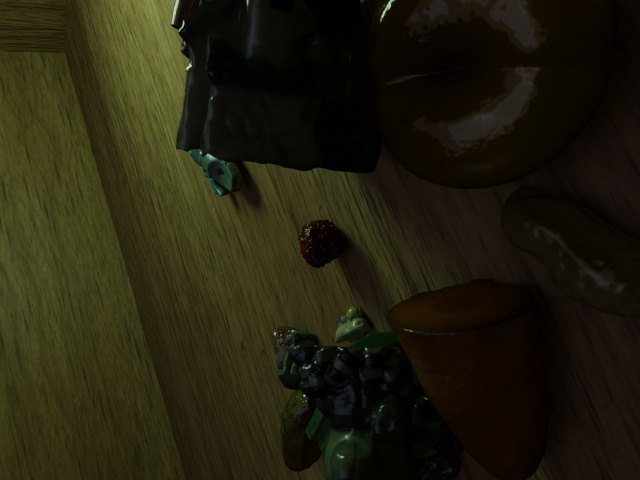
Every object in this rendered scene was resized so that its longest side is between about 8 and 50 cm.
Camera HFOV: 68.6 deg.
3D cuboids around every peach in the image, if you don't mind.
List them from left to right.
[{"bbox_3d":[0.152,-0.171,0.461,0.251,0.153,0.250,40,138,50],"label":"peach"}]

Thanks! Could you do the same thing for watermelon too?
[{"bbox_3d":[-0.072,0.246,1.019,0.139,0.071,0.186,49,139,42],"label":"watermelon"}]

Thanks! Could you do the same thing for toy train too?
[{"bbox_3d":[0.089,0.299,0.746,0.202,0.120,0.300,55,141,36],"label":"toy train"}]

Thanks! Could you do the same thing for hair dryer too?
[{"bbox_3d":[-0.329,-0.558,1.136,0.106,0.054,0.154,-68,22,10],"label":"hair dryer"}]

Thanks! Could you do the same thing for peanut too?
[{"bbox_3d":[0.243,0.010,0.452,0.174,0.080,0.080,51,139,40],"label":"peanut"}]

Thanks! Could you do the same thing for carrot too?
[{"bbox_3d":[0.188,0.167,0.543,0.159,0.159,0.224,-5,107,57],"label":"carrot"}]

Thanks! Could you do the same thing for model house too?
[{"bbox_3d":[-0.045,-0.244,0.598,0.298,0.244,0.283,-112,25,-71],"label":"model house"}]

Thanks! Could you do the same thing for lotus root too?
[{"bbox_3d":[-0.033,0.383,0.961,0.097,0.110,0.258,43,133,39],"label":"lotus root"}]

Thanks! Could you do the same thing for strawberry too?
[{"bbox_3d":[0.000,0.000,0.817,0.096,0.083,0.083,-104,17,-64],"label":"strawberry"}]

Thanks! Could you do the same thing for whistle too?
[{"bbox_3d":[-0.263,-0.213,1.127,0.274,0.093,0.186,49,137,32],"label":"whistle"}]

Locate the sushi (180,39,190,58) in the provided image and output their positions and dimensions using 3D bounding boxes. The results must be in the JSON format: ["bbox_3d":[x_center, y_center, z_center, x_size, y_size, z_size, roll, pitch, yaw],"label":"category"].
[{"bbox_3d":[-0.314,-0.479,1.148,0.099,0.047,0.050,-34,57,53],"label":"sushi"}]

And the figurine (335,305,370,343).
[{"bbox_3d":[0.052,0.145,0.818,0.083,0.047,0.050,-47,52,47],"label":"figurine"}]

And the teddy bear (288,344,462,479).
[{"bbox_3d":[0.068,0.233,0.561,0.144,0.171,0.250,43,-149,-68],"label":"teddy bear"}]
